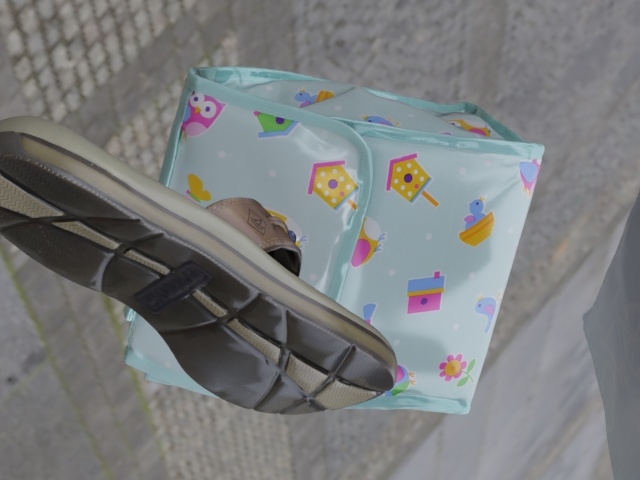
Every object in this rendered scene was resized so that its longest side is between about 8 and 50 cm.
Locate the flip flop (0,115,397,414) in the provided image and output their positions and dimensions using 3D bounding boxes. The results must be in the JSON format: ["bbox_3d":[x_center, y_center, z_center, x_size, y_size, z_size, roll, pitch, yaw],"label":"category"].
[{"bbox_3d":[-0.061,0.009,0.804,0.112,0.277,0.080,-28,-143,42],"label":"flip flop"}]

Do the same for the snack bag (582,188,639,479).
[{"bbox_3d":[0.198,0.109,0.835,0.323,0.037,0.343,93,-5,-59],"label":"snack bag"}]

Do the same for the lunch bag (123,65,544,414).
[{"bbox_3d":[0.000,0.000,1.072,0.262,0.160,0.223,6,109,-28],"label":"lunch bag"}]
